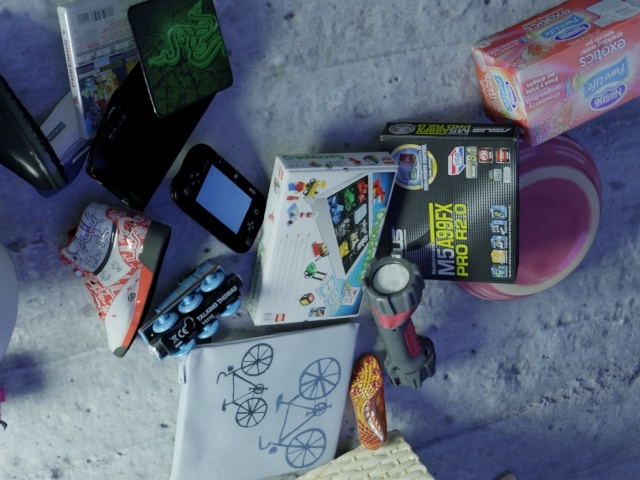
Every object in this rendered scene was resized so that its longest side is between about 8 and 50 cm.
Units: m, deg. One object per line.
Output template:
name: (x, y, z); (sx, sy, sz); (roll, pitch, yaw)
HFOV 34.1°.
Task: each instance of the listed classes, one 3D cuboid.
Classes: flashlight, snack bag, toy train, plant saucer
flashlight: (0.146, 0.143, 1.791); (0.103, 0.103, 0.304); (4, 146, 20)
snack bag: (-0.103, 0.295, 1.812); (0.342, 0.037, 0.323); (-6, 121, -28)
toy train: (-0.204, 0.111, 1.626); (0.184, 0.105, 0.080); (-42, 117, -21)
plant saucer: (0.368, -0.031, 1.848); (0.332, 0.084, 0.332); (-11, 119, -20)

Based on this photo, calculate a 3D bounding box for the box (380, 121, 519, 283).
box: (0.216, -0.060, 1.710); (0.216, 0.060, 0.270); (3, 120, 14)

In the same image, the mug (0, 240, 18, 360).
mug: (-0.627, 0.053, 1.295); (0.328, 0.374, 0.276); (35, 65, -61)

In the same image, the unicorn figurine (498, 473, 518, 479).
unicorn figurine: (0.422, 0.546, 2.184); (0.111, 0.060, 0.162); (-42, 125, 1)

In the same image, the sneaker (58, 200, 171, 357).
sneaker: (-0.325, 0.056, 1.584); (0.145, 0.090, 0.270); (21, 130, -3)

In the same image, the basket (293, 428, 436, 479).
basket: (0.088, 0.576, 1.875); (0.331, 0.328, 0.266); (-24, 127, -13)

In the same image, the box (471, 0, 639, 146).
box: (0.419, -0.293, 1.693); (0.300, 0.154, 0.142); (-26, 123, -11)

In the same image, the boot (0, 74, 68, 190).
boot: (-0.479, -0.122, 1.369); (0.207, 0.094, 0.246); (-36, 92, -4)

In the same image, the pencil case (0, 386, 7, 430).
pencil case: (-0.589, 0.254, 1.552); (0.236, 0.104, 0.104); (-9, 119, -20)

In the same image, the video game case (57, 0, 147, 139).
video game case: (-0.260, -0.255, 1.433); (0.201, 0.023, 0.183); (-30, 128, -40)

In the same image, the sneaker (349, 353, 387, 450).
sneaker: (0.089, 0.291, 1.896); (0.064, 0.067, 0.175); (0, 95, 14)

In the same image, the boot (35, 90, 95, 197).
boot: (-0.348, -0.148, 1.482); (0.190, 0.069, 0.086); (-44, 157, -12)

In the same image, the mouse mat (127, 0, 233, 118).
mouse mat: (-0.188, -0.264, 1.432); (0.189, 0.007, 0.153); (-39, 120, -53)

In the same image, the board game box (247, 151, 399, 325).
board game box: (0.000, 0.000, 1.684); (0.193, 0.053, 0.305); (-3, 127, -24)

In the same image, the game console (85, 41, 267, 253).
game console: (-0.184, -0.111, 1.528); (0.361, 0.044, 0.213); (43, 73, -48)

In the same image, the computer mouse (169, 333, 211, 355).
computer mouse: (-0.188, 0.193, 1.736); (0.242, 0.041, 0.071); (36, 96, -35)
